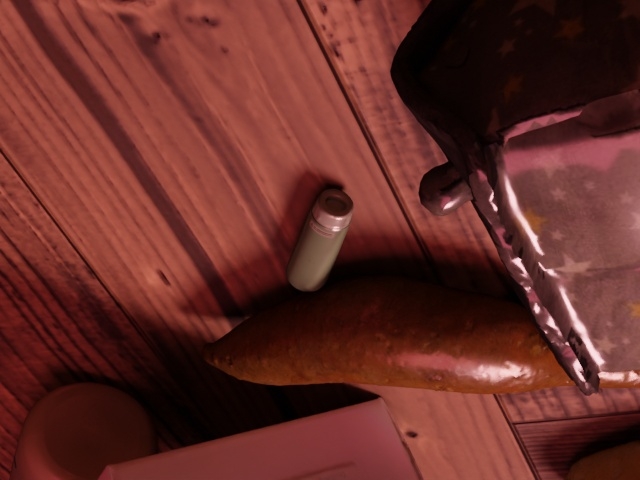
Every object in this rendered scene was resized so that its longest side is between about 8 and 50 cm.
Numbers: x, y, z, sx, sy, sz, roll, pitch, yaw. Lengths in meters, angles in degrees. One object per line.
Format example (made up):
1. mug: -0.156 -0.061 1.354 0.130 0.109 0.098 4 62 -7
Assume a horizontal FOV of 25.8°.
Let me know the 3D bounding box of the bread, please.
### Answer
1. bread: 0.267 0.202 1.101 0.156 0.064 0.117 -29 131 36

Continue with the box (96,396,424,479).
1. box: -0.072 0.232 1.093 0.252 0.106 0.203 -9 151 -33

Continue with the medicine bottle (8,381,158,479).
1. medicine bottle: -0.214 0.228 1.203 0.114 0.114 0.252 16 141 -6

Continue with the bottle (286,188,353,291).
1. bottle: 0.000 0.000 0.946 0.030 0.030 0.083 16 140 -6

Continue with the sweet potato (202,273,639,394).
1. sweet potato: 0.079 0.068 0.981 0.346 0.079 0.108 3 168 7

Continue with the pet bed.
1. pet bed: 0.141 -0.039 0.748 0.159 0.183 0.211 -12 135 22
